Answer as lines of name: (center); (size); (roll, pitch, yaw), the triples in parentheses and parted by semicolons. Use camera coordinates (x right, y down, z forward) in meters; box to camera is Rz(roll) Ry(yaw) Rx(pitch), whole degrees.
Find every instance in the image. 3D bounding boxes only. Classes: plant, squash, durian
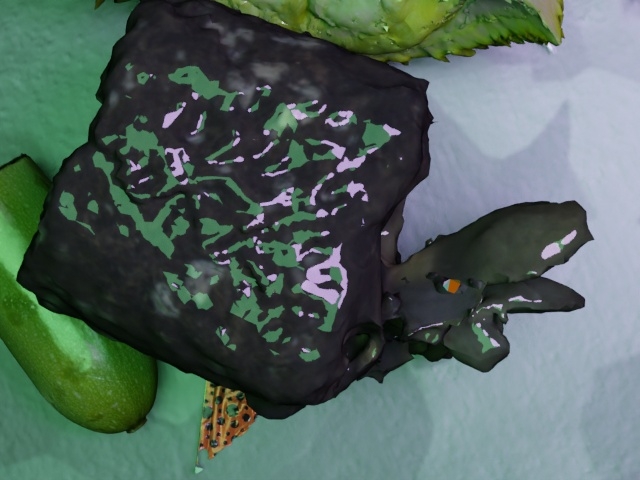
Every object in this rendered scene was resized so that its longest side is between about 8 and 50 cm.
plant: (0.000, 0.000, 0.977); (0.312, 0.215, 0.213); (27, 87, -8)
squash: (-0.167, 0.042, 1.076); (0.095, 0.095, 0.188); (-38, 91, 3)
durian: (-0.018, -0.196, 1.021); (0.352, 0.169, 0.158); (13, 92, 4)

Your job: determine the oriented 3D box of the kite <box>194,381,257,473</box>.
kite: (-0.027, 0.040, 1.104); (0.222, 0.008, 0.125); (-35, 88, 3)
